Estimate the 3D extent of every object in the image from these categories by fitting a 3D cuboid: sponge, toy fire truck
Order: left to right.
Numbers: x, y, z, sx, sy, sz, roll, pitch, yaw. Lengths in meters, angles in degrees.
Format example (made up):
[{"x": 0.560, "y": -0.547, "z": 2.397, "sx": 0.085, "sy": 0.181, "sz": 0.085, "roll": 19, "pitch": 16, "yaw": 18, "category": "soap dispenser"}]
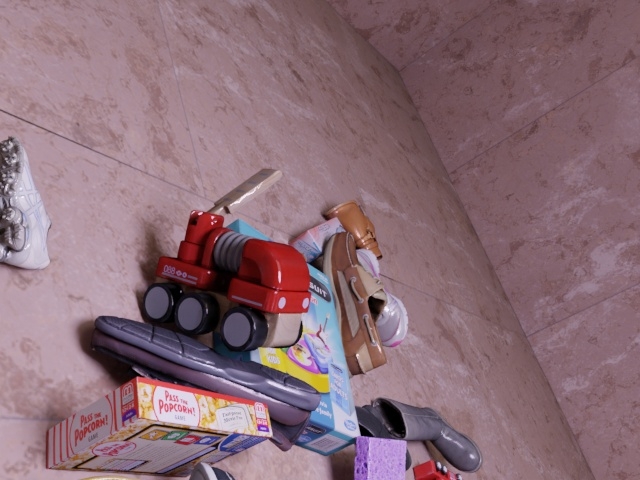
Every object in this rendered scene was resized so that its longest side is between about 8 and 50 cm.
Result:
[{"x": -0.104, "y": 0.012, "z": 0.893, "sx": 0.158, "sy": 0.217, "sz": 0.246, "roll": 11, "pitch": 92, "yaw": -59, "category": "toy fire truck"}, {"x": 0.093, "y": 0.421, "z": 1.010, "sx": 0.117, "sy": 0.031, "sz": 0.210, "roll": 28, "pitch": 60, "yaw": -49, "category": "sponge"}, {"x": 0.235, "y": 0.509, "z": 1.250, "sx": 0.192, "sy": 0.047, "sz": 0.135, "roll": 40, "pitch": 30, "yaw": -37, "category": "toy fire truck"}]

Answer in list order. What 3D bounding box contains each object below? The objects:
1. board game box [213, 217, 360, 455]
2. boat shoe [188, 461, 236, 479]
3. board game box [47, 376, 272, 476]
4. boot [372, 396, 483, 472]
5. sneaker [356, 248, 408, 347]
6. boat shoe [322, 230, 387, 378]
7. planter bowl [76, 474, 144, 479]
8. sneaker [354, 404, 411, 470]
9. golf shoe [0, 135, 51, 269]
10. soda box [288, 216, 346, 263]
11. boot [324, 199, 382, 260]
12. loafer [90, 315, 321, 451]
[{"x": -0.063, "y": 0.158, "z": 1.064, "sx": 0.254, "sy": 0.079, "sz": 0.336, "roll": 35, "pitch": 32, "yaw": -41, "category": "board game box"}, {"x": -0.070, "y": 0.355, "z": 0.647, "sx": 0.091, "sy": 0.114, "sz": 0.302, "roll": 10, "pitch": 29, "yaw": -29, "category": "boat shoe"}, {"x": -0.172, "y": 0.213, "z": 0.703, "sx": 0.193, "sy": 0.147, "sz": 0.045, "roll": 29, "pitch": 37, "yaw": -48, "category": "board game box"}, {"x": 0.218, "y": 0.391, "z": 1.287, "sx": 0.190, "sy": 0.076, "sz": 0.208, "roll": 35, "pitch": -1, "yaw": 37, "category": "boot"}, {"x": 0.100, "y": 0.124, "z": 1.412, "sx": 0.111, "sy": 0.103, "sz": 0.252, "roll": 17, "pitch": 38, "yaw": -54, "category": "sneaker"}, {"x": 0.077, "y": 0.123, "z": 1.274, "sx": 0.122, "sy": 0.120, "sz": 0.323, "roll": 61, "pitch": 21, "yaw": -51, "category": "boat shoe"}, {"x": -0.195, "y": 0.328, "z": 0.556, "sx": 0.217, "sy": 0.090, "sz": 0.217, "roll": 23, "pitch": 40, "yaw": -21, "category": "planter bowl"}, {"x": 0.098, "y": 0.365, "z": 1.163, "sx": 0.170, "sy": 0.051, "sz": 0.089, "roll": 54, "pitch": 23, "yaw": 4, "category": "sneaker"}, {"x": -0.366, "y": -0.041, "z": 0.769, "sx": 0.086, "sy": 0.069, "sz": 0.176, "roll": 57, "pitch": 16, "yaw": -61, "category": "golf shoe"}, {"x": 0.000, "y": 0.000, "z": 1.408, "sx": 0.063, "sy": 0.058, "sz": 0.183, "roll": 58, "pitch": 24, "yaw": 1, "category": "soda box"}, {"x": 0.093, "y": -0.019, "z": 1.598, "sx": 0.197, "sy": 0.073, "sz": 0.152, "roll": 1, "pitch": 63, "yaw": -59, "category": "boot"}, {"x": -0.147, "y": 0.184, "z": 0.799, "sx": 0.303, "sy": 0.095, "sz": 0.109, "roll": 23, "pitch": -1, "yaw": -15, "category": "loafer"}]
